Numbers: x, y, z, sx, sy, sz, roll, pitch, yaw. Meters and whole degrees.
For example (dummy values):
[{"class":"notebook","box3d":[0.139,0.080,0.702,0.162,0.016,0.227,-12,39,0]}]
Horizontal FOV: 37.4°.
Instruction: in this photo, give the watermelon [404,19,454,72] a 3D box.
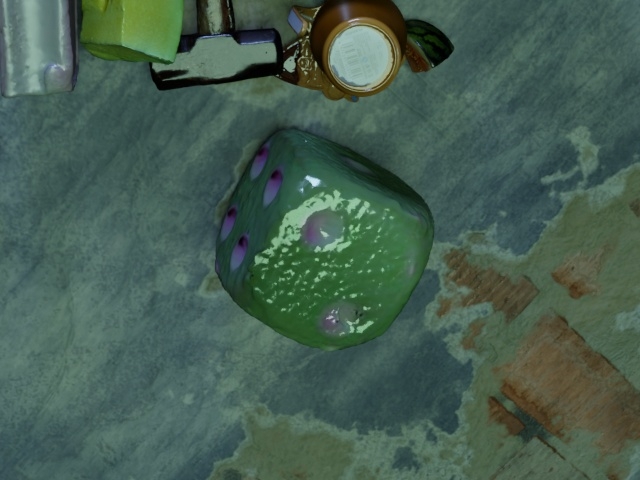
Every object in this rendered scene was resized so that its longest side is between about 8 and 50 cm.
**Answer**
[{"class":"watermelon","box3d":[0.207,-0.361,1.821,0.135,0.125,0.094,-10,136,-45]}]

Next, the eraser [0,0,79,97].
[{"class":"eraser","box3d":[-0.451,-0.435,1.518,0.122,0.272,0.359,-2,114,-13]}]

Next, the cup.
[{"class":"cup","box3d":[0.048,-0.351,1.666,0.226,0.264,0.182,20,109,-6]}]

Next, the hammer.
[{"class":"hammer","box3d":[-0.194,-0.475,1.665,0.242,0.095,0.409,-5,111,-7]}]

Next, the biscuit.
[{"class":"biscuit","box3d":[0.037,-0.351,1.815,0.280,0.043,0.183,-9,113,-13]}]

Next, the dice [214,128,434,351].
[{"class":"dice","box3d":[0.000,0.000,1.802,0.318,0.322,0.330,22,105,-22]}]

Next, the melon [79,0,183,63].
[{"class":"melon","box3d":[-0.324,-0.464,1.595,0.196,0.124,0.324,9,102,28]}]
